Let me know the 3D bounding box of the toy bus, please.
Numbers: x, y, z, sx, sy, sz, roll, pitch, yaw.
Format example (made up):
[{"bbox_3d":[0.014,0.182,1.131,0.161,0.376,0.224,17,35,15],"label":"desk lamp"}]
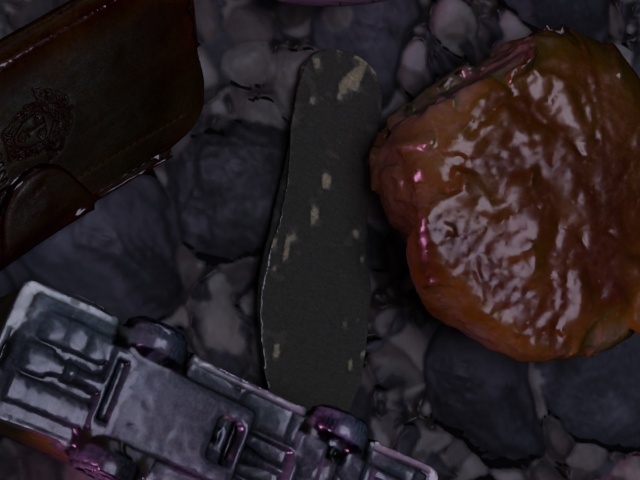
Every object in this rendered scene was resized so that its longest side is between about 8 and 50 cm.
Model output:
[{"bbox_3d":[-0.069,0.114,0.941,0.268,0.106,0.092,27,72,-21],"label":"toy bus"}]

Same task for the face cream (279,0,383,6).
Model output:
[{"bbox_3d":[0.013,-0.199,1.020,0.104,0.117,0.117,-17,92,-20],"label":"face cream"}]

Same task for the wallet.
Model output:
[{"bbox_3d":[-0.166,-0.051,0.917,0.255,0.031,0.137,-34,136,-26],"label":"wallet"}]

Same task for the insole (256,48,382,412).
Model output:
[{"bbox_3d":[0.000,0.000,1.047,0.081,0.011,0.248,14,76,-29],"label":"insole"}]

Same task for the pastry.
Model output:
[{"bbox_3d":[0.138,-0.035,1.077,0.218,0.100,0.229,25,77,-22],"label":"pastry"}]
